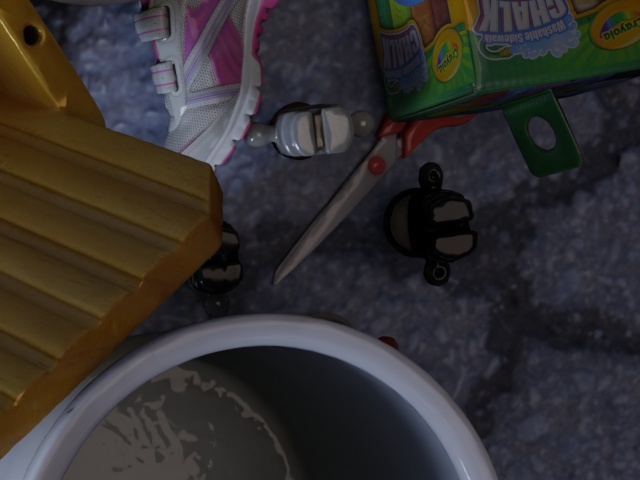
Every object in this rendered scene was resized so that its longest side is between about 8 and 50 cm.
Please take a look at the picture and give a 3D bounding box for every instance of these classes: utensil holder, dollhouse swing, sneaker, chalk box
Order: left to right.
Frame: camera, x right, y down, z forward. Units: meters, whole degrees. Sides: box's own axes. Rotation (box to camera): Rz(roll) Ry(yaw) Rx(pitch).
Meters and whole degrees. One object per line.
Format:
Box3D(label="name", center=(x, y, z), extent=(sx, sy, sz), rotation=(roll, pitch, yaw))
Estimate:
Box3D(label="dollhouse swing", center=(-0.293, -0.059, 1.128), extent=(0.347, 0.305, 0.315), rotation=(-44, 119, -26))
Box3D(label="sneaker", center=(-0.103, -0.159, 1.396), extent=(0.111, 0.103, 0.252), rotation=(16, 82, -18))
Box3D(label="utensil holder", center=(-0.087, 0.221, 1.253), extent=(0.328, 0.385, 0.327), rotation=(1, 85, -17))
Box3D(label="chalk box", center=(0.150, -0.194, 1.422), extent=(0.179, 0.180, 0.289), rotation=(-10, 88, -21))

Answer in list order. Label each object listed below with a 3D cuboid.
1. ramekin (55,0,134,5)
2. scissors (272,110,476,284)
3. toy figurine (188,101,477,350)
Box3D(label="ramekin", center=(-0.167, -0.325, 1.275), extent=(0.277, 0.135, 0.277), rotation=(7, 71, -19))
Box3D(label="scissors", center=(0.066, -0.073, 1.505), extent=(0.109, 0.021, 0.297), rotation=(29, 83, -21))
Box3D(label="toy figurine", center=(0.000, 0.000, 1.415), extent=(0.209, 0.148, 0.213), rotation=(36, 87, -10))
